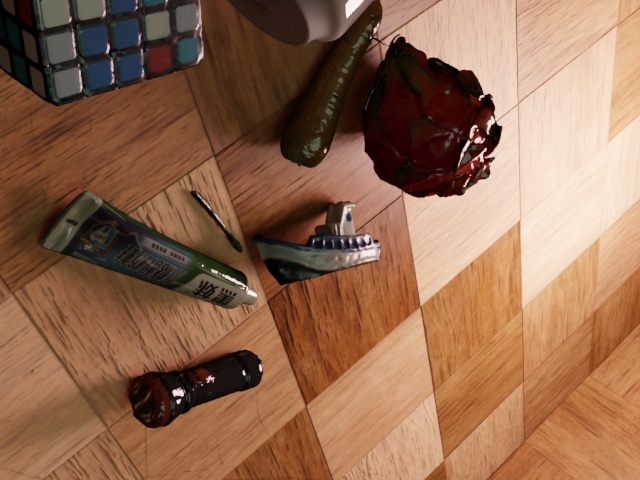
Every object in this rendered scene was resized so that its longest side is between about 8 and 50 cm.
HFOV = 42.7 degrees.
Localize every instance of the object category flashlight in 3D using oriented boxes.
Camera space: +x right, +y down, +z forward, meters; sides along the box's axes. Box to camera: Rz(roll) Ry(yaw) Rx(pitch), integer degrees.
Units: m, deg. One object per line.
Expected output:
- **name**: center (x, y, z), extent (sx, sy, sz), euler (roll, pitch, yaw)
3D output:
- **flashlight**: center (-0.192, 0.231, 1.324), extent (0.232, 0.093, 0.093), euler (-12, 125, -45)

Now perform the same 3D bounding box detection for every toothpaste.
- **toothpaste**: center (-0.216, 0.033, 1.171), extent (0.099, 0.061, 0.392), euler (-47, 142, 11)

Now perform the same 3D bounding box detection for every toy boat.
- **toy boat**: center (0.000, 0.000, 1.353), extent (0.262, 0.114, 0.115), euler (-13, 88, -40)

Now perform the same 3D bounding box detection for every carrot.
- **carrot**: center (0.028, -0.248, 1.224), extent (0.078, 0.078, 0.298), euler (23, 96, -52)

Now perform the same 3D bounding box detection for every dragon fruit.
- **dragon fruit**: center (0.161, -0.200, 1.311), extent (0.233, 0.233, 0.293), euler (-32, 101, -27)

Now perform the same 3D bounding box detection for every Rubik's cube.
- **Rubik's cube**: center (-0.244, -0.267, 0.820), extent (0.184, 0.187, 0.182), euler (-26, 133, -36)

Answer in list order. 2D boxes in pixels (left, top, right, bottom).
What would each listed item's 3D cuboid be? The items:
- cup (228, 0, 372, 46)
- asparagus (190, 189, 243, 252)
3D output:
- **cup**: center (-0.006, -0.437, 0.937), extent (0.327, 0.237, 0.323), euler (-48, 112, -9)
- **asparagus**: center (-0.153, -0.027, 1.234), extent (0.013, 0.016, 0.166), euler (-58, 143, -20)
